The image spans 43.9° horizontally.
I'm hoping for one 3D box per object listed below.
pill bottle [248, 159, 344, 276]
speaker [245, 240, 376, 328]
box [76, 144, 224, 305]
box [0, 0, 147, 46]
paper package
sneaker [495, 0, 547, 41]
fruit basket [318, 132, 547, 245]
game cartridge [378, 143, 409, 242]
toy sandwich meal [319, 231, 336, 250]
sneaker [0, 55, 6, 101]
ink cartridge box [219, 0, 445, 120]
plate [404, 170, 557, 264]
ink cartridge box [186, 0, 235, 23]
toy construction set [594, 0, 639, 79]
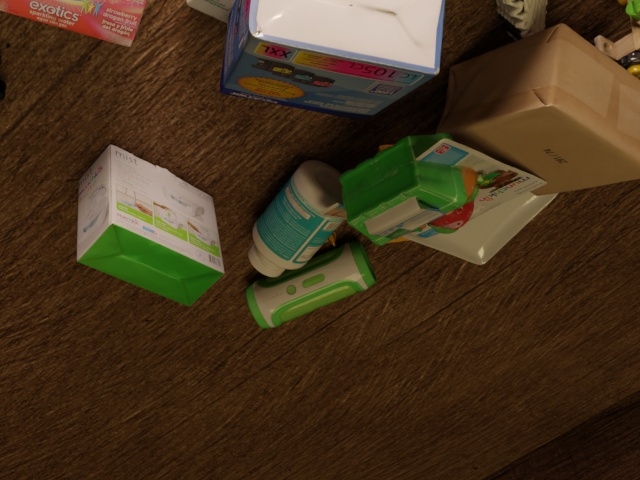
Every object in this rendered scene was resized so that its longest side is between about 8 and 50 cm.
[{"bbox_3d":[-0.051,-0.037,1.718,0.146,0.146,0.264,19,127,-33],"label":"pill bottle"},{"bbox_3d":[-0.023,0.107,1.894,0.297,0.131,0.131,-23,137,8],"label":"speaker"},{"bbox_3d":[-0.336,-0.031,1.575,0.262,0.231,0.127,27,122,-37],"label":"box"},{"bbox_3d":[-0.401,-0.414,1.227,0.257,0.128,0.122,12,131,-26],"label":"box"},{"bbox_3d":[0.442,-0.231,1.533,0.325,0.168,0.309,23,161,-30],"label":"paper package"},{"bbox_3d":[0.375,-0.456,1.444,0.118,0.110,0.292,-33,136,5],"label":"sneaker"},{"bbox_3d":[0.228,-0.076,1.583,0.353,0.165,0.327,19,145,-41],"label":"fruit basket"},{"bbox_3d":[0.285,-0.121,1.809,0.324,0.052,0.285,-7,137,-6],"label":"game cartridge"},{"bbox_3d":[0.000,0.000,1.858,0.086,0.029,0.085,-9,137,-8],"label":"toy sandwich meal"},{"bbox_3d":[-0.603,-0.315,1.293,0.135,0.097,0.276,-14,140,-2],"label":"sneaker"},{"bbox_3d":[-0.004,-0.300,1.232,0.270,0.151,0.395,9,177,-13],"label":"ink cartridge box"},{"bbox_3d":[0.357,-0.076,1.805,0.278,0.045,0.277,19,127,-31],"label":"plate"},{"bbox_3d":[0.000,-0.430,1.297,0.324,0.071,0.330,18,149,-31],"label":"ink cartridge box"},{"bbox_3d":[0.641,-0.433,1.503,0.309,0.257,0.237,-14,162,-36],"label":"toy construction set"}]
